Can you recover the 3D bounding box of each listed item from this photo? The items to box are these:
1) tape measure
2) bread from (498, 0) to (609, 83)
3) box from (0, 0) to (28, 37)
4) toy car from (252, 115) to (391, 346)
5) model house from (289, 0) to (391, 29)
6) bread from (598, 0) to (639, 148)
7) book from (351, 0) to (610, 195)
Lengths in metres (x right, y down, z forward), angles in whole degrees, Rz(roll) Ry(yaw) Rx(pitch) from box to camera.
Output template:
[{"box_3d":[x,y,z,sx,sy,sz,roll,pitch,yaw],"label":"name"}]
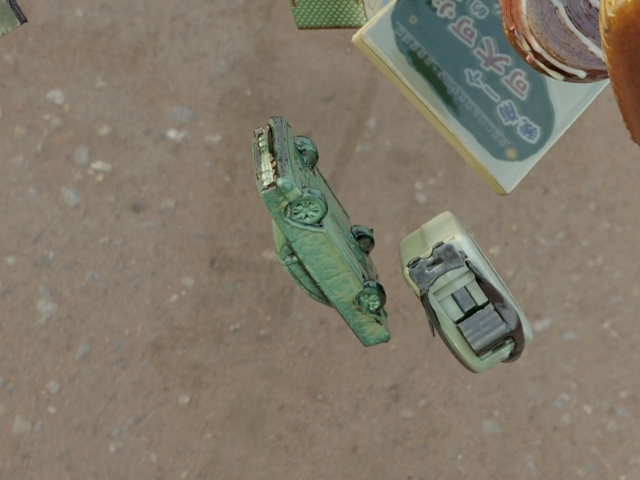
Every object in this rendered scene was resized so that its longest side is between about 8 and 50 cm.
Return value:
[{"box_3d":[0.176,0.078,1.398,0.207,0.115,0.235,57,7,-8],"label":"tape measure"},{"box_3d":[0.244,-0.221,1.032,0.160,0.073,0.160,0,96,-3],"label":"bread"},{"box_3d":[-0.548,-0.403,1.628,0.084,0.198,0.310,-37,35,-14],"label":"box"},{"box_3d":[0.000,0.000,1.407,0.097,0.320,0.141,-22,43,13],"label":"toy car"},{"box_3d":[0.051,-0.412,1.715,0.178,0.271,0.206,9,73,30],"label":"model house"},{"box_3d":[0.244,-0.106,0.609,0.199,0.199,0.104,22,62,-7],"label":"bread"},{"box_3d":[0.248,-0.271,1.344,0.260,0.043,0.371,45,76,-8],"label":"book"}]
